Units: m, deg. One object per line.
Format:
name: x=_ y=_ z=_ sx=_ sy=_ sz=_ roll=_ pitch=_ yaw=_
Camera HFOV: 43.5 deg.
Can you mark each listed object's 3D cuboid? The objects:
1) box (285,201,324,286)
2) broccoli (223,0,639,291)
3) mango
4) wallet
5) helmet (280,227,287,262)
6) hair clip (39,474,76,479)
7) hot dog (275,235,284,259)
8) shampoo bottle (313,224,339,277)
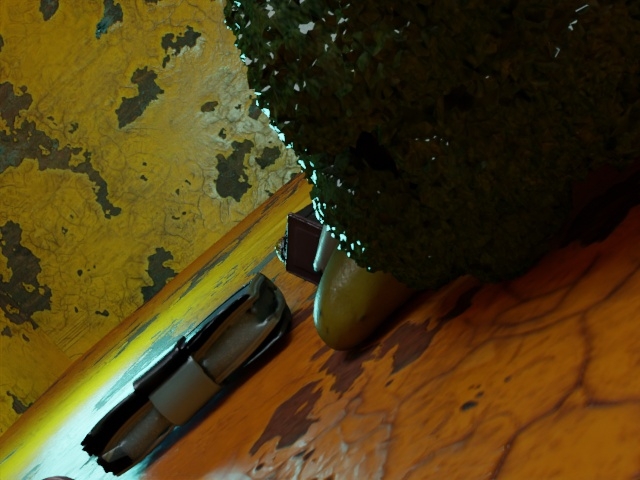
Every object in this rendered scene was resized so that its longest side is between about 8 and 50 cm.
box: x=0.000 y=0.000 z=0.933 sx=0.063 sy=0.060 sz=0.085 roll=-40 pitch=-37 yaw=-45
broccoli: x=0.110 y=-0.173 z=0.499 sx=0.310 sy=0.413 sz=0.321 roll=2 pitch=-3 yaw=-28
mango: x=0.051 y=0.019 z=0.655 sx=0.161 sy=0.076 sz=0.103 roll=-51 pitch=16 yaw=-12
wallet: x=-0.146 y=0.144 z=0.900 sx=0.250 sy=0.075 sz=0.176 roll=-42 pitch=4 yaw=3
helmet: x=-0.019 y=0.014 z=1.087 sx=0.065 sy=0.049 sz=0.084 roll=-2 pitch=52 yaw=19
hair clip: x=-0.236 y=0.250 z=0.653 sx=0.102 sy=0.123 sz=0.138 roll=-22 pitch=-9 yaw=-36
hot dog: x=-0.059 y=0.012 z=1.345 sx=0.030 sy=0.034 sz=0.090 roll=-41 pitch=7 yaw=5
shampoo bottle: x=0.065 y=-0.102 z=0.771 sx=0.153 sy=0.071 sz=0.284 roll=-59 pitch=-12 yaw=-64
